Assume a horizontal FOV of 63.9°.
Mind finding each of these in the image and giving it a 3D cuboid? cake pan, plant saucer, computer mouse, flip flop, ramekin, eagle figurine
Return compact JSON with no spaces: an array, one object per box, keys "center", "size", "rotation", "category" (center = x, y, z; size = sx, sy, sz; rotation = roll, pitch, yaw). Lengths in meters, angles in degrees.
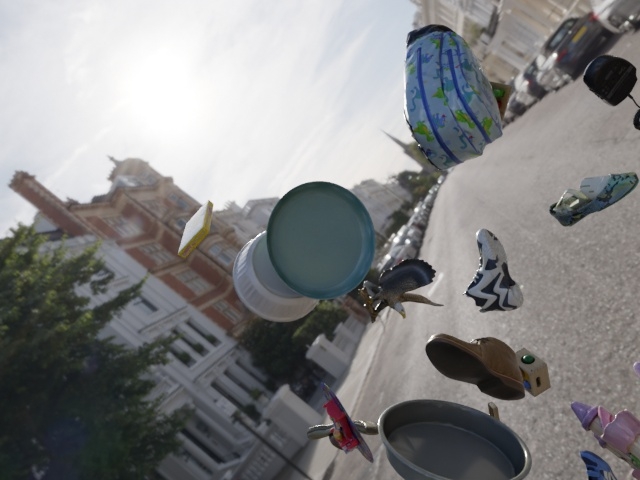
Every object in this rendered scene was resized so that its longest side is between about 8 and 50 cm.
[{"center":[0.255,0.407,1.007],"size":[0.293,0.293,0.054],"rotation":[-31,-51,-72],"category":"cake pan"},{"center":[0.000,0.000,1.384],"size":[0.318,0.317,0.043],"rotation":[-51,14,-19],"category":"plant saucer"},{"center":[0.553,-0.260,0.925],"size":[0.071,0.242,0.041],"rotation":[-56,30,18],"category":"computer mouse"},{"center":[0.063,0.547,1.431],"size":[0.277,0.112,0.080],"rotation":[-29,54,43],"category":"flip flop"},{"center":[-0.106,0.086,1.458],"size":[0.273,0.272,0.127],"rotation":[-49,-2,-30],"category":"ramekin"},{"center":[0.317,0.216,2.042],"size":[0.298,0.225,0.226],"rotation":[-25,-13,-1],"category":"eagle figurine"}]

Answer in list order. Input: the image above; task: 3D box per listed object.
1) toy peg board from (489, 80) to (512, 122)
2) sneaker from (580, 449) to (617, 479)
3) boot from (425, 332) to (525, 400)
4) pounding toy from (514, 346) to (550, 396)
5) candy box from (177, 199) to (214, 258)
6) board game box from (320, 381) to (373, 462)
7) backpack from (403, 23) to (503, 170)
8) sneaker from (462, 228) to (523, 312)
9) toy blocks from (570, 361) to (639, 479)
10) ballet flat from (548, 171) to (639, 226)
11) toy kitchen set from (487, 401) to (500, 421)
[{"center":[0.488,-0.417,1.600],"size":[0.079,0.161,0.161],"rotation":[-22,-52,-55],"category":"toy peg board"},{"center":[0.685,0.584,1.262],"size":[0.059,0.144,0.053],"rotation":[-33,-4,-21],"category":"sneaker"},{"center":[0.362,0.272,1.211],"size":[0.112,0.305,0.115],"rotation":[-31,37,45],"category":"boot"},{"center":[0.689,0.437,1.745],"size":[0.100,0.141,0.130],"rotation":[-27,27,-12],"category":"pounding toy"},{"center":[-0.342,-0.036,1.423],"size":[0.105,0.027,0.206],"rotation":[-47,22,14],"category":"candy box"},{"center":[0.035,0.345,0.950],"size":[0.033,0.169,0.133],"rotation":[-31,-9,-16],"category":"board game box"},{"center":[0.331,-0.352,1.318],"size":[0.273,0.290,0.356],"rotation":[-6,48,39],"category":"backpack"},{"center":[0.450,0.096,1.440],"size":[0.153,0.235,0.094],"rotation":[-27,-2,38],"category":"sneaker"},{"center":[0.548,0.381,0.914],"size":[0.309,0.260,0.288],"rotation":[-49,-43,-3],"category":"toy blocks"},{"center":[0.490,-0.080,0.945],"size":[0.070,0.070,0.188],"rotation":[-49,-4,-27],"category":"ballet flat"},{"center":[0.507,0.549,1.612],"size":[0.083,0.075,0.068],"rotation":[-16,16,-7],"category":"toy kitchen set"}]
